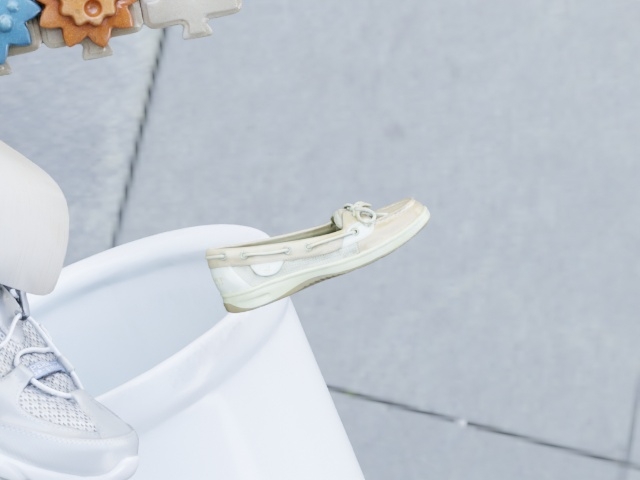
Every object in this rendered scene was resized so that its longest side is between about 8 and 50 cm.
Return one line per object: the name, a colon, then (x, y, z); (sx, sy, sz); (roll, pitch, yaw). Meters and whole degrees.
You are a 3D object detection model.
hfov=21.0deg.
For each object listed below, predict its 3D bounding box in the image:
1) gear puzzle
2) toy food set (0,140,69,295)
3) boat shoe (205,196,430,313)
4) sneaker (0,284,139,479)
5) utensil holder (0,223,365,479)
gear puzzle: (-0.137, -0.231, 1.303); (0.339, 0.044, 0.175); (-12, 104, -9)
toy food set: (-0.294, -0.070, 0.884); (0.092, 0.306, 0.220); (-60, 148, 1)
boat shoe: (-0.001, 0.000, 1.166); (0.153, 0.056, 0.048); (-22, 99, 0)
sneaker: (-0.218, 0.047, 1.053); (0.115, 0.281, 0.105); (-56, 170, 12)
utensil holder: (-0.115, 0.232, 1.379); (0.327, 0.327, 0.385); (-34, 111, -31)
